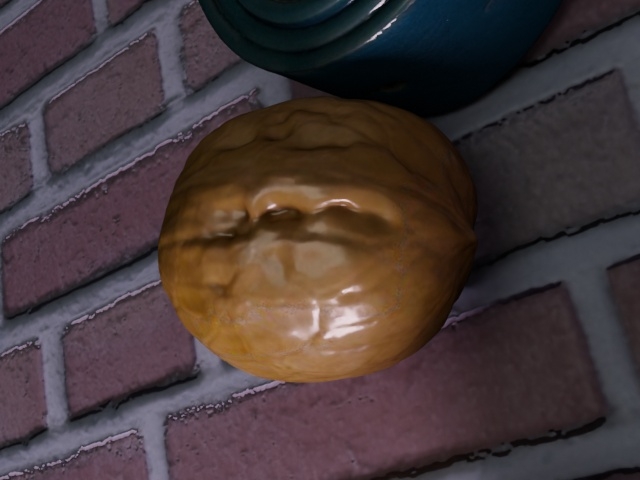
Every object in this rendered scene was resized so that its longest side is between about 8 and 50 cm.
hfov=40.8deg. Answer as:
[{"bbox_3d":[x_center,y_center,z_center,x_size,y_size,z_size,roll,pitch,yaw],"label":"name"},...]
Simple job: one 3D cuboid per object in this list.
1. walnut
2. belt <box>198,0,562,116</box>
[{"bbox_3d":[0.000,0.000,0.585,0.221,0.195,0.195,-4,78,29],"label":"walnut"},{"bbox_3d":[0.042,-0.315,0.623,0.300,0.173,0.437,-2,79,39],"label":"belt"}]
